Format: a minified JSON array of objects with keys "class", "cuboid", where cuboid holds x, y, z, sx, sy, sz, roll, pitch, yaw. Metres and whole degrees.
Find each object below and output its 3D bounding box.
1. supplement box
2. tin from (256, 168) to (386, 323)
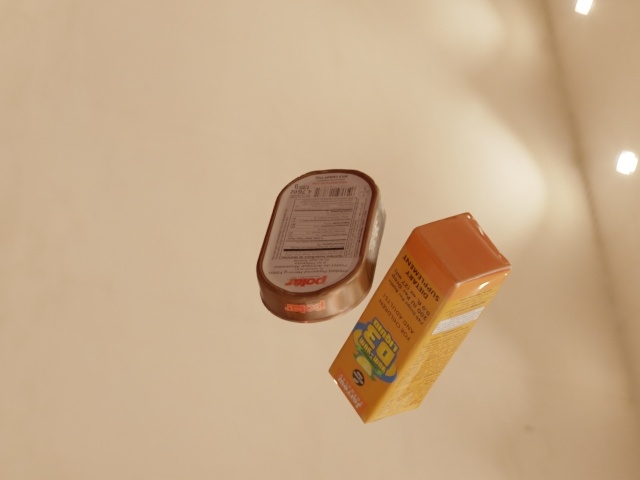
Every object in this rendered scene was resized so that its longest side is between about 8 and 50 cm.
[{"class":"supplement box","cuboid":[0.092,0.080,1.398,0.078,0.080,0.233,53,-40,25]},{"class":"tin","cuboid":[0.000,0.000,1.333,0.189,0.106,0.040,-77,156,-48]}]
